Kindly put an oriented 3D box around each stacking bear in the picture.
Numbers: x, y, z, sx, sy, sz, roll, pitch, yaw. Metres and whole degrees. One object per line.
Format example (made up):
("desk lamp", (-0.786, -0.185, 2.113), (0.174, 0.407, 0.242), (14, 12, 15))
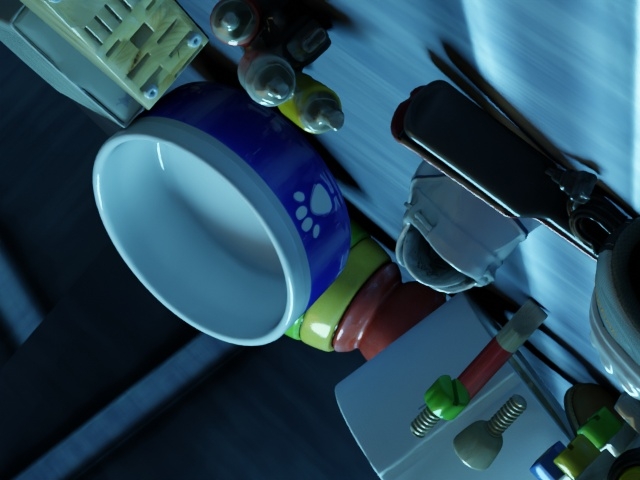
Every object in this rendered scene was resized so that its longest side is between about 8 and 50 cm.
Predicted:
("stacking bear", (0.025, 0.052, 1.840), (0.289, 0.164, 0.175), (34, 174, 15))

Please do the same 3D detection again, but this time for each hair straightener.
("hair straightener", (0.142, -0.012, 0.954), (0.230, 0.047, 0.089), (40, 175, -4))

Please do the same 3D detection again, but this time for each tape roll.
("tape roll", (0.152, 0.195, 1.659), (0.246, 0.169, 0.246), (51, -172, -10))

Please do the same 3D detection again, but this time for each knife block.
("knife block", (-0.255, -0.262, 1.490), (0.242, 0.088, 0.275), (37, 175, 38))

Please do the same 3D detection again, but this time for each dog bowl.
("dog bowl", (-0.102, -0.027, 1.671), (0.265, 0.104, 0.265), (28, 142, 24))

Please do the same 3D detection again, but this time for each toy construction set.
("toy construction set", (0.237, 0.175, 1.379), (0.257, 0.237, 0.309), (3, -136, -45))

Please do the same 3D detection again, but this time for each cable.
("cable", (-0.052, -0.137, 1.166), (0.139, 0.072, 0.287), (47, 174, -11))

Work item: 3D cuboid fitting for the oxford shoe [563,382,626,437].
("oxford shoe", (0.320, 0.208, 1.558), (0.212, 0.076, 0.076), (48, 138, 15))

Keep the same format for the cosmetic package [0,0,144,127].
("cosmetic package", (-0.263, -0.227, 1.715), (0.160, 0.113, 0.309), (43, 174, -24))

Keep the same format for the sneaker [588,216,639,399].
("sneaker", (0.239, 0.084, 0.816), (0.271, 0.100, 0.108), (38, 169, 28))

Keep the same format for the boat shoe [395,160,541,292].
("boat shoe", (0.090, -0.007, 1.171), (0.095, 0.084, 0.258), (40, 175, 3))
